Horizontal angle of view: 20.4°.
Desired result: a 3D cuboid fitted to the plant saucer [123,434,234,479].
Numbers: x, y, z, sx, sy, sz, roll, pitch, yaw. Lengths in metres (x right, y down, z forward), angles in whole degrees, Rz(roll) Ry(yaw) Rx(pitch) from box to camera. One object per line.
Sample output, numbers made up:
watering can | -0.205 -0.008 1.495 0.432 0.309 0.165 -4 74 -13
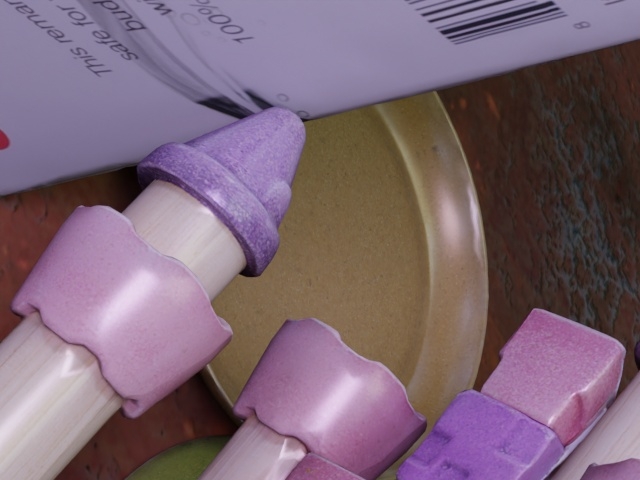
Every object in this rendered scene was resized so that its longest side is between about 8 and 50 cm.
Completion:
plant saucer | -0.026 0.206 0.782 0.241 0.037 0.241 12 74 -48

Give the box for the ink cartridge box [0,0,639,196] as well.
ink cartridge box | -0.055 -0.176 0.540 0.285 0.395 0.166 39 53 -39

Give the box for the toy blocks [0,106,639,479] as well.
toy blocks | 0.070 0.110 0.583 0.260 0.288 0.309 -49 135 -19

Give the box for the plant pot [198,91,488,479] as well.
plant pot | 0.000 0.000 0.846 0.236 0.032 0.236 17 67 -48
